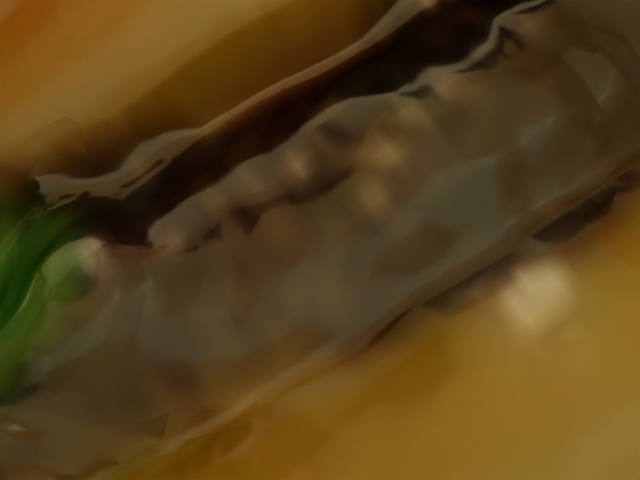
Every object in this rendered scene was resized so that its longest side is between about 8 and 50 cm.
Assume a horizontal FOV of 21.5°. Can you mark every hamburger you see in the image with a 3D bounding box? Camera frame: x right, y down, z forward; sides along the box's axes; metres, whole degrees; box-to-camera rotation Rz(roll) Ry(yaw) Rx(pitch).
[{"bbox_3d":[0.000,0.000,0.597,0.277,0.395,0.396,56,-11,6],"label":"hamburger"}]
